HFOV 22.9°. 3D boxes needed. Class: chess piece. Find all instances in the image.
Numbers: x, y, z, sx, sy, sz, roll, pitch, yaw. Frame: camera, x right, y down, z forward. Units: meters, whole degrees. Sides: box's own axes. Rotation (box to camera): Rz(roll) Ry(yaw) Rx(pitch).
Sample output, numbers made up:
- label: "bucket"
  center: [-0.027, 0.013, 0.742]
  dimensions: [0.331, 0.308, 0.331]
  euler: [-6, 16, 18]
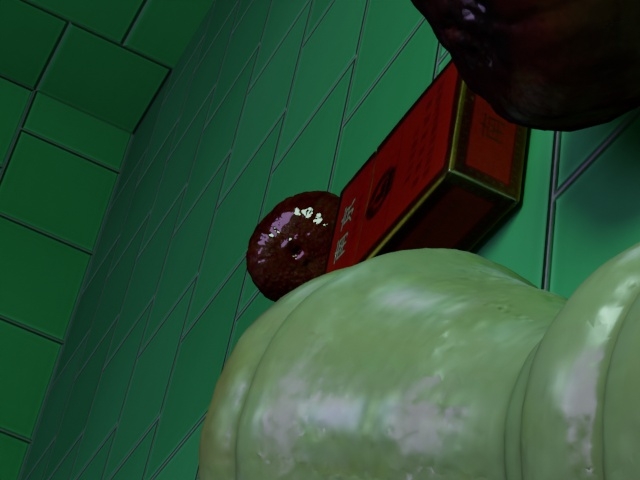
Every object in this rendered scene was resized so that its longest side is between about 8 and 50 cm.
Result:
- label: "chess piece"
  center: [0.113, 0.094, 0.713]
  dimensions: [0.442, 0.234, 0.234]
  euler: [-24, 44, 65]

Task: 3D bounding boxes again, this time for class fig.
- label: "fig"
  center: [0.162, -0.199, 1.014]
  dimensions: [0.224, 0.224, 0.263]
  euler: [164, 126, -72]
- label: "fig"
  center: [0.000, -0.005, 1.498]
  dimensions: [0.119, 0.119, 0.153]
  euler: [-53, 4, 41]

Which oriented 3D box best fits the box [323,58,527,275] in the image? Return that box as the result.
- label: "box"
  center: [0.083, -0.036, 1.305]
  dimensions: [0.240, 0.074, 0.153]
  euler: [-51, 25, 48]
